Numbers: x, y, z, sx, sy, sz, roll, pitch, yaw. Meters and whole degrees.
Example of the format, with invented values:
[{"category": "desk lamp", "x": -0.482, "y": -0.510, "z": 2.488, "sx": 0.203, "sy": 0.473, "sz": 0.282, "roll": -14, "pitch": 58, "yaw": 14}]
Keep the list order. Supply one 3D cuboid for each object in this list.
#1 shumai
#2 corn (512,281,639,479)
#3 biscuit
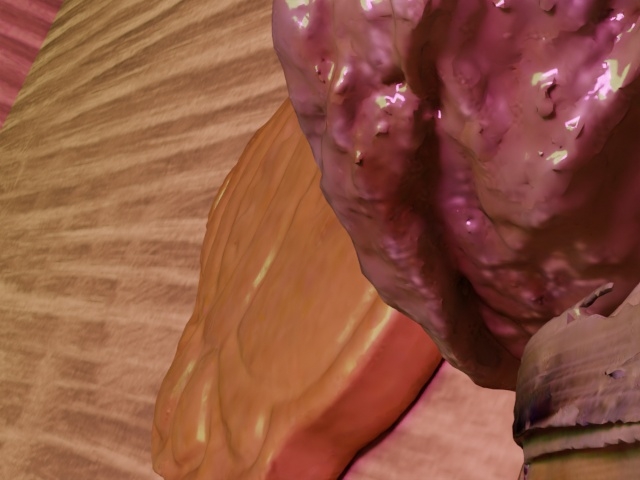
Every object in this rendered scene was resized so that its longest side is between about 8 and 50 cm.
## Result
[{"category": "shumai", "x": 0.148, "y": -0.091, "z": 0.570, "sx": 0.262, "sy": 0.267, "sz": 0.314, "roll": 6, "pitch": 98, "yaw": 39}, {"category": "corn", "x": 0.140, "y": 0.039, "z": 0.397, "sx": 0.305, "sy": 0.123, "sz": 0.122, "roll": 134, "pitch": 150, "yaw": -65}, {"category": "biscuit", "x": 0.000, "y": 0.000, "z": 0.956, "sx": 0.351, "sy": 0.057, "sz": 0.312, "roll": -22, "pitch": 43, "yaw": 62}]
